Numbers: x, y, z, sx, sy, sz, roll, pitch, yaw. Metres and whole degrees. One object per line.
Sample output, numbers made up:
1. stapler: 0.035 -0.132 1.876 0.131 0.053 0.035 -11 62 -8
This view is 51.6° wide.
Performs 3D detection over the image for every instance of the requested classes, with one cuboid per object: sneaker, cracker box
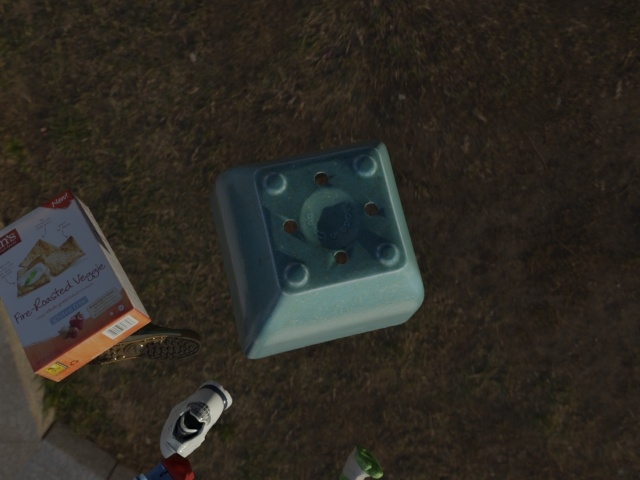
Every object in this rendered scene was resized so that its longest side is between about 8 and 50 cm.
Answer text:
1. sneaker: -0.292 0.146 1.068 0.192 0.086 0.064 -1 132 -20
2. sneaker: -0.263 0.364 1.277 0.090 0.095 0.235 36 123 2
3. cracker box: -0.369 0.060 0.947 0.156 0.067 0.232 -34 65 -6

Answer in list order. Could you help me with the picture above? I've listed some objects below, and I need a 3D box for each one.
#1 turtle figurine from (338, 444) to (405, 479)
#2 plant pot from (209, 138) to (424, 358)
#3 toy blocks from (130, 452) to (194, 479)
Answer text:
1. turtle figurine: 0.021 0.454 0.958 0.198 0.275 0.266 41 92 28
2. plant pot: 0.000 0.000 0.833 0.247 0.252 0.247 -12 81 -9
3. toy blocks: -0.308 0.422 0.873 0.261 0.381 0.190 -41 79 12
